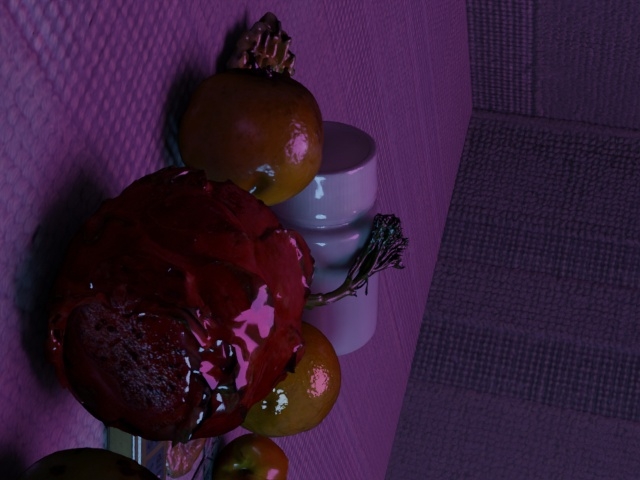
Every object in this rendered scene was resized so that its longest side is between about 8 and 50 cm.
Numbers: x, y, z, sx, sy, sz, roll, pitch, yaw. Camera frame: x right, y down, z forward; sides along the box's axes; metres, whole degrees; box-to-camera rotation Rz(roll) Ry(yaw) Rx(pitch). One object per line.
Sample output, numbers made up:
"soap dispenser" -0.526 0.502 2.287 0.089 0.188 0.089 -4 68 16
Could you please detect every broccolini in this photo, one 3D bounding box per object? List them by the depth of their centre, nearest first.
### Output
"broccolini" 0.054 0.035 1.933 0.271 0.062 0.123 -27 122 -43

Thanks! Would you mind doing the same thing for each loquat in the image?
"loquat" -0.085 -0.147 1.647 0.213 0.213 0.213 9 90 -76
"loquat" -0.070 0.218 1.948 0.208 0.208 0.208 9 90 -76

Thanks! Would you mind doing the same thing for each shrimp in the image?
"shrimp" -0.205 0.296 1.828 0.180 0.041 0.099 -35 118 -69

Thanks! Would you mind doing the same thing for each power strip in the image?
"power strip" -0.246 0.347 1.626 0.092 0.066 0.388 -45 142 -63

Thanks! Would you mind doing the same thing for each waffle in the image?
"waffle" -0.102 -0.229 1.839 0.204 0.054 0.223 -56 153 -36

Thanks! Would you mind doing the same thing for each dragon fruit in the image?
"dragon fruit" -0.158 0.071 1.364 0.302 0.295 0.296 -57 155 -30

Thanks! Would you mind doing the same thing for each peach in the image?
"peach" -0.119 0.396 2.026 0.138 0.138 0.138 9 90 -76

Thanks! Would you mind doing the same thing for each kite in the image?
"kite" -0.190 0.358 1.967 0.152 0.005 0.137 -55 153 -60

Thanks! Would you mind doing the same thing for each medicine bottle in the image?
"medicine bottle" 0.000 0.000 2.073 0.211 0.211 0.371 -60 155 -54

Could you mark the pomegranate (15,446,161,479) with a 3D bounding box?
"pomegranate" -0.272 0.334 1.249 0.306 0.242 0.242 23 76 -54
